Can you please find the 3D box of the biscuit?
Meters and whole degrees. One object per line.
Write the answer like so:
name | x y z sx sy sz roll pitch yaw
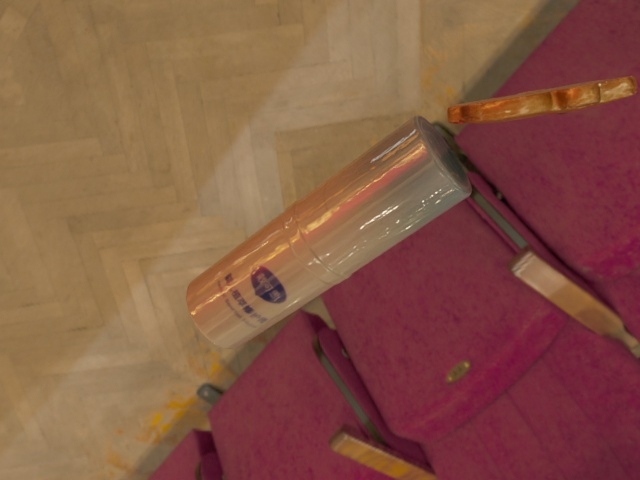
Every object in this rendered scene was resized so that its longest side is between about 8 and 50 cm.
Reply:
biscuit | 0.275 -0.173 0.834 0.225 0.166 0.036 -11 102 -9

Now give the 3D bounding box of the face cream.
face cream | 0.000 0.000 0.543 0.250 0.077 0.077 -36 120 23
